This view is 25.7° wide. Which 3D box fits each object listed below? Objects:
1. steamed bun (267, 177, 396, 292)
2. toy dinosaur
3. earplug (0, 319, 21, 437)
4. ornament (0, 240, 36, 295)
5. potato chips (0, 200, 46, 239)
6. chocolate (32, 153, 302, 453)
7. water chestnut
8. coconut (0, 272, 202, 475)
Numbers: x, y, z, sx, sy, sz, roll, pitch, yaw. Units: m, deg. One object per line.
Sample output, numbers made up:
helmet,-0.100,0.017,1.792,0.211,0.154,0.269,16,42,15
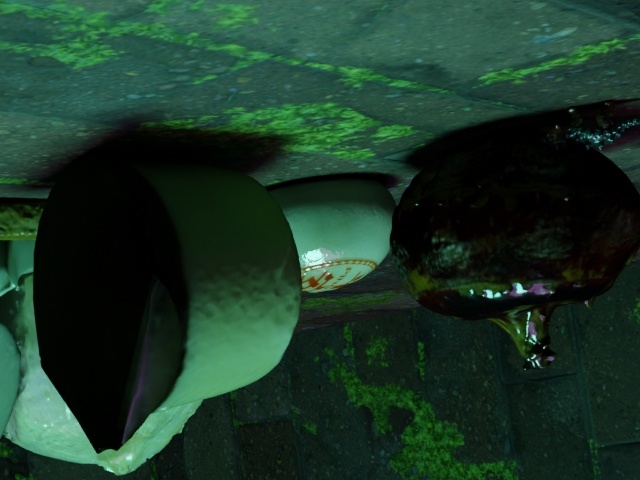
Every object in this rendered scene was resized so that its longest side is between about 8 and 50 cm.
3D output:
steamed bun,0.000,0.000,2.014,0.231,0.145,0.232,-7,172,-1
toy dinosaur,0.340,-0.138,1.709,0.154,0.055,0.049,-6,168,8
earplug,-0.671,0.191,1.978,0.394,0.313,0.312,19,-179,21
ornament,-0.485,0.028,1.875,0.285,0.120,0.130,-3,169,-35
potato chips,-0.390,-0.013,1.835,0.407,0.080,0.057,-1,-174,-44
chocolate,-0.162,0.053,1.688,0.297,0.314,0.326,-2,-154,-29
water chestnut,0.264,0.019,1.845,0.350,0.302,0.350,-3,174,0
coconut,-0.350,0.186,2.219,0.404,0.405,0.404,-7,171,-1
